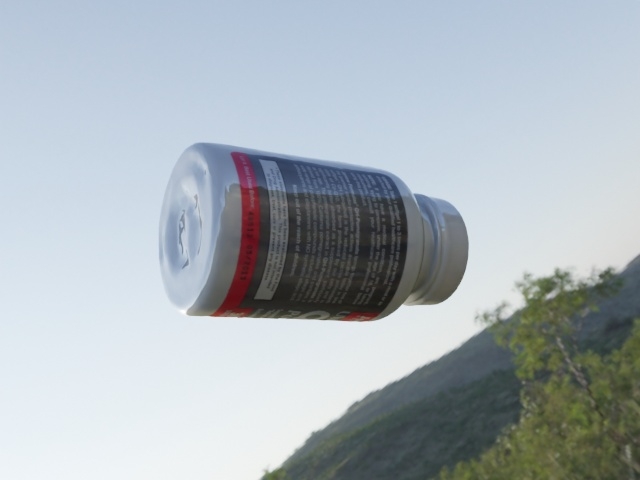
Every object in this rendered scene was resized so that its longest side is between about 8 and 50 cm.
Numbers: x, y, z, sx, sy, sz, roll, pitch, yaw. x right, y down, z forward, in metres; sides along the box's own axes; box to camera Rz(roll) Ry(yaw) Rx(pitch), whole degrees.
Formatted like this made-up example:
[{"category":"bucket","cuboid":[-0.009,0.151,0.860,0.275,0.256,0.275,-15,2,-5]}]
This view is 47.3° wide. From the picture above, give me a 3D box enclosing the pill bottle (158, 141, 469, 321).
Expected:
[{"category":"pill bottle","cuboid":[0.000,0.000,0.799,0.318,0.176,0.176,5,-40,-30]}]
